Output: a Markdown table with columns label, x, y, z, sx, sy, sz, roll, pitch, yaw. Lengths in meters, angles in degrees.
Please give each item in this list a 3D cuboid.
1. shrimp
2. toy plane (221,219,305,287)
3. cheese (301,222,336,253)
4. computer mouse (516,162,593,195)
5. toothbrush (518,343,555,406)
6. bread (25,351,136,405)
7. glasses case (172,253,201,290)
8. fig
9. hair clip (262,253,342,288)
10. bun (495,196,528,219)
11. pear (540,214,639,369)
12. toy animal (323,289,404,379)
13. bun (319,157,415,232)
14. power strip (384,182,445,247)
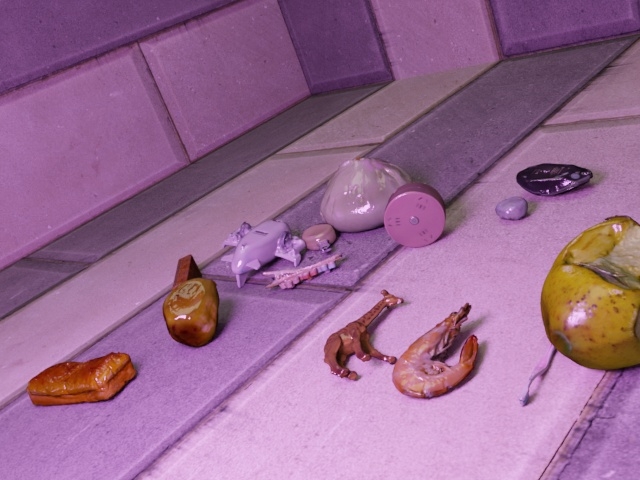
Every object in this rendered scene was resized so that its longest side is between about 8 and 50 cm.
| label | x | y | z | sx | sy | sz | roll | pitch | yaw |
| --- | --- | --- | --- | --- | --- | --- | --- | --- | --- |
| shrimp | 0.221 | 0.194 | 1.214 | 0.133 | 0.053 | 0.236 | 0 | 32 | 48 |
| toy plane | -0.166 | 0.023 | 1.921 | 0.252 | 0.118 | 0.252 | -4 | 31 | 2 |
| cheese | 0.006 | -0.004 | 1.917 | 0.092 | 0.047 | 0.171 | -31 | 22 | -19 |
| computer mouse | 0.577 | -0.146 | 1.707 | 0.192 | 0.062 | 0.106 | 7 | 33 | 40 |
| toothbrush | 0.362 | 0.198 | 1.115 | 0.017 | 0.022 | 0.204 | 8 | 33 | 35 |
| bread | -0.562 | 0.321 | 1.617 | 0.271 | 0.077 | 0.139 | -11 | 20 | 31 |
| glasses case | -0.379 | 0.115 | 1.950 | 0.049 | 0.075 | 0.218 | -22 | 21 | 1 |
| fig | -0.304 | 0.168 | 1.641 | 0.144 | 0.154 | 0.165 | 6 | 77 | 33 |
| hair clip | -0.043 | 0.085 | 1.749 | 0.214 | 0.056 | 0.062 | -13 | 4 | -3 |
| bun | 0.463 | -0.075 | 1.659 | 0.083 | 0.045 | 0.083 | -20 | 18 | 7 |
| pear | 0.444 | 0.084 | 1.111 | 0.255 | 0.164 | 0.238 | -29 | 25 | -23 |
| toy animal | 0.085 | 0.185 | 1.370 | 0.149 | 0.054 | 0.275 | -12 | 22 | 17 |
| bun | 0.131 | -0.152 | 1.975 | 0.293 | 0.187 | 0.293 | -16 | 21 | 6 |
| power strip | 0.236 | -0.061 | 1.702 | 0.154 | 0.154 | 0.078 | -15 | 19 | 16 |
